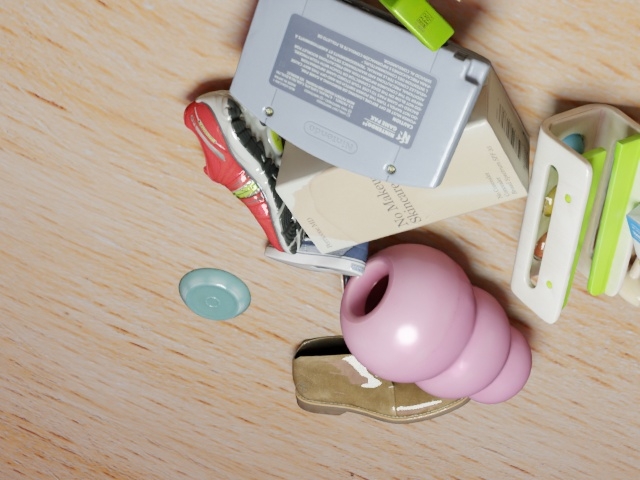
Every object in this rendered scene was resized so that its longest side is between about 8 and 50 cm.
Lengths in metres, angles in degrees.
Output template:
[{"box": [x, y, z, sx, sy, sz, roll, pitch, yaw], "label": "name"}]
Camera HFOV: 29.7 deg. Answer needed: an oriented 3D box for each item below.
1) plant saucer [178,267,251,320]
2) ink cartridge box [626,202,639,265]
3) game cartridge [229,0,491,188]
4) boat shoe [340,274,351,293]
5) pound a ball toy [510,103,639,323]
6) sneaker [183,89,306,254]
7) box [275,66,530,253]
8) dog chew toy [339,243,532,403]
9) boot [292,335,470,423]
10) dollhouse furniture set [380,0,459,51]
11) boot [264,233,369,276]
[{"box": [-0.172, 0.093, 1.948, 0.119, 0.021, 0.119, 6, 135, 6], "label": "plant saucer"}, {"box": [0.504, 0.011, 1.633, 0.134, 0.078, 0.231, -38, 139, -6], "label": "ink cartridge box"}, {"box": [0.041, -0.191, 1.498, 0.297, 0.062, 0.198, 27, 119, 12], "label": "game cartridge"}, {"box": [0.063, 0.087, 1.877, 0.043, 0.049, 0.137, -10, 135, 16], "label": "boat shoe"}, {"box": [0.370, -0.033, 1.653, 0.208, 0.136, 0.319, -20, 135, -25], "label": "pound a ball toy"}, {"box": [-0.102, -0.097, 1.705, 0.118, 0.107, 0.279, -3, 129, 33], "label": "sneaker"}, {"box": [0.111, -0.104, 1.622, 0.311, 0.121, 0.148, -18, 129, 26], "label": "box"}, {"box": [0.189, 0.143, 1.810, 0.332, 0.206, 0.207, 31, 133, -30], "label": "dog chew toy"}, {"box": [0.098, 0.222, 1.973, 0.305, 0.112, 0.115, 0, 124, 14], "label": "boot"}, {"box": [0.153, -0.394, 1.355, 0.301, 0.151, 0.197, -46, 118, 8], "label": "dollhouse furniture set"}, {"box": [0.000, 0.000, 1.796, 0.190, 0.086, 0.069, 8, 169, 40], "label": "boot"}]
